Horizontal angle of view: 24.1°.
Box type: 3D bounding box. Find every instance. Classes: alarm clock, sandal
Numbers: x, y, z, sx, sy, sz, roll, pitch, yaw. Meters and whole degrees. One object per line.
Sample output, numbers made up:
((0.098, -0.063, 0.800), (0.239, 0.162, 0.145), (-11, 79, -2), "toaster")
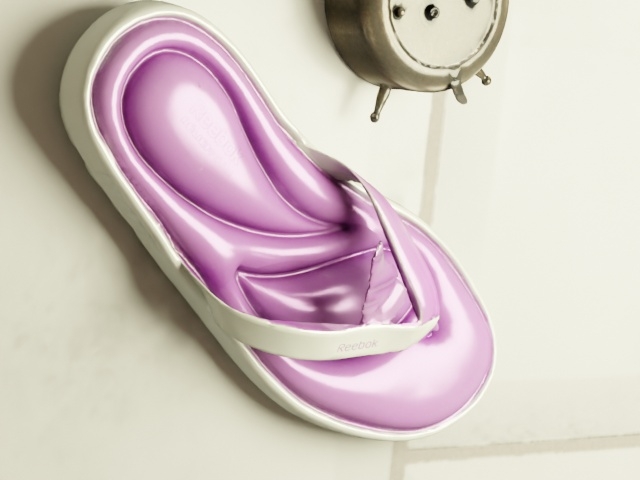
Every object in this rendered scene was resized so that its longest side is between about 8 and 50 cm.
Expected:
((0.067, -0.186, 1.036), (0.129, 0.064, 0.192), (-21, 107, -28), "alarm clock")
((-0.008, 0.013, 0.997), (0.416, 0.102, 0.169), (41, 77, -32), "sandal")
